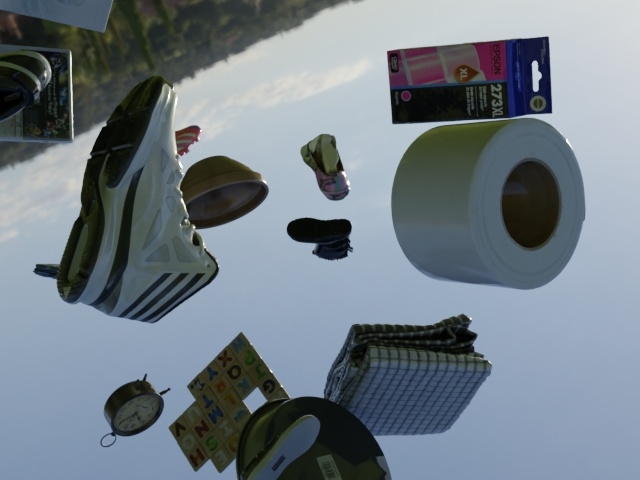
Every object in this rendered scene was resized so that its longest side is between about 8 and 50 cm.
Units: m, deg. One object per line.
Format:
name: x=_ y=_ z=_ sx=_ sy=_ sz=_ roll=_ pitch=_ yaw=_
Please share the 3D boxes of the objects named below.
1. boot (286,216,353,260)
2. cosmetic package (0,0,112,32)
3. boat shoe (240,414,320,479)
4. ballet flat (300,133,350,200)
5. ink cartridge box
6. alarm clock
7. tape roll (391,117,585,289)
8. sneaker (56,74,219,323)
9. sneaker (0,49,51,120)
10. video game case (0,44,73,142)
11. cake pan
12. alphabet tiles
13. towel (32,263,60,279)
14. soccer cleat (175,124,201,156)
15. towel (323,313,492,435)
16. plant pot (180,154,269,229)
boot: x=0.000 y=0.000 z=1.622 sx=0.121 sy=0.045 sz=0.099 roll=-3 pitch=154 yaw=-6
cosmetic package: x=-0.488 y=-0.528 z=1.699 sx=0.224 sy=0.224 sz=0.138 roll=5 pitch=-151 yaw=-34
boat shoe: x=-0.061 y=0.303 z=1.341 sx=0.142 sy=0.049 sz=0.040 roll=-44 pitch=-146 yaw=-17
ballet flat: x=0.012 y=-0.160 z=1.814 sx=0.076 sy=0.079 sz=0.221 roll=-4 pitch=-148 yaw=-12
ink cartridge box: x=0.337 y=-0.364 z=2.125 sx=0.370 sy=0.176 sz=0.069 roll=0 pitch=-167 yaw=23
alarm clock: x=-0.432 y=0.388 z=2.079 sx=0.192 sy=0.129 sz=0.064 roll=-53 pitch=-129 yaw=5
tape roll: x=0.248 y=-0.054 z=1.370 sx=0.246 sy=0.246 sz=0.169 roll=-31 pitch=-161 yaw=-30
sneaker: x=-0.296 y=-0.061 z=1.702 sx=0.169 sy=0.257 sz=0.448 roll=-5 pitch=-115 yaw=49
sneaker: x=-0.497 y=-0.210 z=1.299 sx=0.216 sy=0.079 sz=0.121 roll=-8 pitch=-146 yaw=10
video game case: x=-0.576 y=-0.287 z=1.816 sx=0.173 sy=0.191 sz=0.022 roll=0 pitch=171 yaw=-23
cake pan: x=0.002 y=0.373 z=1.473 sx=0.054 sy=0.293 sz=0.293 roll=-44 pitch=179 yaw=37
alphabet tiles: x=-0.187 y=0.323 z=1.793 sx=0.237 sy=0.009 sz=0.198 roll=-45 pitch=-127 yaw=4
towel: x=-0.546 y=0.068 z=1.958 sx=0.119 sy=0.029 sz=0.067 roll=5 pitch=-177 yaw=40
soccer cleat: x=-0.399 y=-0.217 z=2.272 sx=0.248 sy=0.095 sz=0.083 roll=-42 pitch=-167 yaw=-16
towel: x=0.140 y=0.240 z=1.636 sx=0.234 sy=0.284 sz=0.121 roll=3 pitch=-128 yaw=-13
plant pot: x=-0.251 y=-0.127 z=2.219 sx=0.237 sy=0.110 sz=0.237 roll=-19 pitch=161 yaw=-7
